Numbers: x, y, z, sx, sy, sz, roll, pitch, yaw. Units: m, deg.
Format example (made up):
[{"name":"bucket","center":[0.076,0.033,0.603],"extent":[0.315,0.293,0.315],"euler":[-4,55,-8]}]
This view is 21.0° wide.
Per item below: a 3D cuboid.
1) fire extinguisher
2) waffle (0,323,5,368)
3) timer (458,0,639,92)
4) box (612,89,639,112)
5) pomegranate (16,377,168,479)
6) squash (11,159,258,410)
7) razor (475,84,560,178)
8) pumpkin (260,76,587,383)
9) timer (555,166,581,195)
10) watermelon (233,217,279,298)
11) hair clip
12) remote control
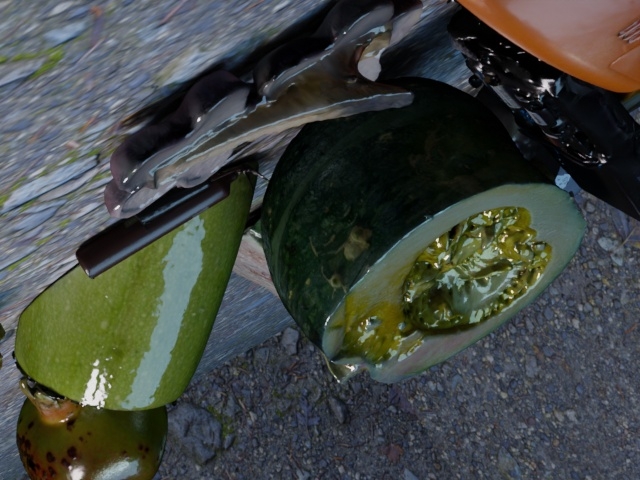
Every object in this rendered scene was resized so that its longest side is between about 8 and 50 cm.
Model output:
[{"name":"fire extinguisher","center":[-0.129,-0.026,1.453],"extent":[0.173,0.035,0.049],"euler":[-31,137,-3]},{"name":"waffle","center":[-0.354,0.130,1.447],"extent":[0.160,0.055,0.211],"euler":[-35,175,26]},{"name":"timer","center":[0.213,-0.228,1.127],"extent":[0.257,0.161,0.250],"euler":[-34,160,24]},{"name":"box","center":[0.312,-0.231,1.484],"extent":[0.225,0.143,0.341],"euler":[-32,174,-1]},{"name":"pomegranate","center":[-0.285,0.231,2.166],"extent":[0.198,0.198,0.246],"euler":[-29,156,-27]},{"name":"squash","center":[-0.172,0.013,1.607],"extent":[0.189,0.189,0.260],"euler":[-24,135,-56]},{"name":"razor","center":[0.202,-0.050,2.071],"extent":[0.189,0.107,0.327],"euler":[-32,149,-52]},{"name":"pumpkin","center":[0.066,-0.021,1.540],"extent":[0.263,0.197,0.293],"euler":[-41,151,4]},{"name":"timer","center":[0.246,-0.118,2.334],"extent":[0.255,0.175,0.175],"euler":[-4,-174,22]},{"name":"watermelon","center":[0.000,0.000,2.005],"extent":[0.232,0.193,0.310],"euler":[-56,-179,29]},{"name":"hair clip","center":[-0.034,-0.091,1.178],"extent":[0.257,0.075,0.146],"euler":[-25,172,-9]},{"name":"remote control","center":[0.217,-0.099,1.474],"extent":[0.062,0.144,0.399],"euler":[-58,150,0]}]
